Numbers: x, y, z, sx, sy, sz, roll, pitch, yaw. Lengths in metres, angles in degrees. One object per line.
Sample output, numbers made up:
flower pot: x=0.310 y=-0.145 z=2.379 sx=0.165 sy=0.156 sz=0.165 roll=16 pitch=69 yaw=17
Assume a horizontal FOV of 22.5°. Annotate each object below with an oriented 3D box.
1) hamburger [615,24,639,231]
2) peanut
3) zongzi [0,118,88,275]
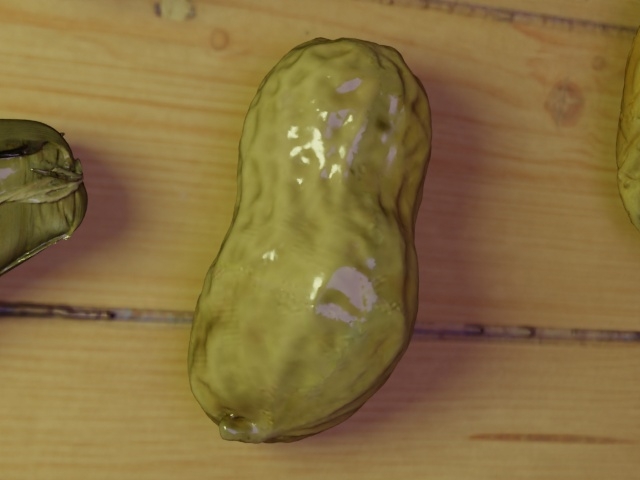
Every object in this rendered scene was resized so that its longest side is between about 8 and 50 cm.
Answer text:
hamburger: x=0.361 y=-0.105 z=1.291 sx=0.259 sy=0.144 sz=0.283 roll=21 pitch=79 yaw=-30
peanut: x=0.006 y=0.005 z=1.115 sx=0.143 sy=0.159 sz=0.291 roll=20 pitch=83 yaw=-52
zongzi: x=-0.239 y=0.021 z=1.020 sx=0.194 sy=0.099 sz=0.197 roll=-6 pitch=94 yaw=-20
